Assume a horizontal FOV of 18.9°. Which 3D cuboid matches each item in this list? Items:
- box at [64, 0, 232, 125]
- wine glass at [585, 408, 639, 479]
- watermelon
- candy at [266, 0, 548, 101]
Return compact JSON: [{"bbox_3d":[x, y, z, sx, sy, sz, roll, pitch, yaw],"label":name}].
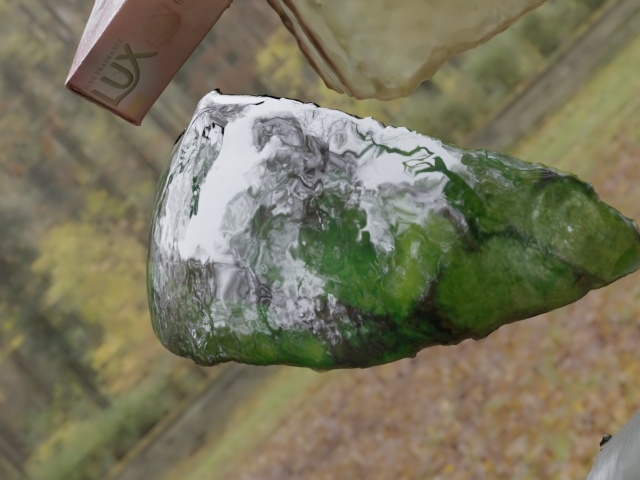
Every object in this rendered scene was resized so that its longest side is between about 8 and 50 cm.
[{"bbox_3d":[-0.096,-0.160,1.208,0.156,0.060,0.111,-48,20,35],"label":"box"},{"bbox_3d":[0.190,0.078,0.786,0.103,0.103,0.222,-45,-4,-36],"label":"wine glass"},{"bbox_3d":[0.000,0.000,0.851,0.301,0.129,0.123,3,85,59],"label":"watermelon"},{"bbox_3d":[0.099,-0.223,1.051,0.320,0.179,0.135,-31,14,-4],"label":"candy"}]
